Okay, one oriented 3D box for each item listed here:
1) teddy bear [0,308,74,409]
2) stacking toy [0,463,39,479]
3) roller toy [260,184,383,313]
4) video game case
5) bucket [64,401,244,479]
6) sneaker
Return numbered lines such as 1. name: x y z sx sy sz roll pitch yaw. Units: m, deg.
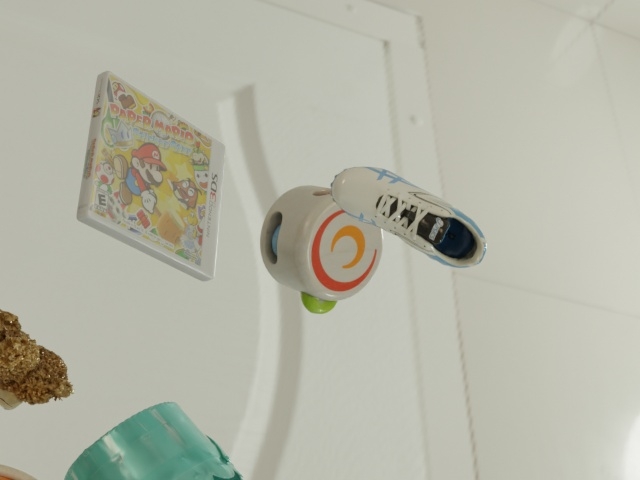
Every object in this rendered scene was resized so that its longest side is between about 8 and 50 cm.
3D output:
1. teddy bear: -0.548 0.174 1.685 0.338 0.245 0.113 73 29 -54
2. stacking toy: -0.514 0.554 1.439 0.480 0.350 0.350 -123 -130 -73
3. roller toy: 0.000 0.000 1.817 0.209 0.191 0.146 -45 -147 -21
4. video game case: -0.210 -0.079 1.346 0.026 0.227 0.206 -16 -121 34
5. bucket: -0.290 0.423 1.794 0.183 0.281 0.281 51 -48 19
6. sneaker: 0.125 -0.035 1.425 0.085 0.237 0.086 -65 -167 0
